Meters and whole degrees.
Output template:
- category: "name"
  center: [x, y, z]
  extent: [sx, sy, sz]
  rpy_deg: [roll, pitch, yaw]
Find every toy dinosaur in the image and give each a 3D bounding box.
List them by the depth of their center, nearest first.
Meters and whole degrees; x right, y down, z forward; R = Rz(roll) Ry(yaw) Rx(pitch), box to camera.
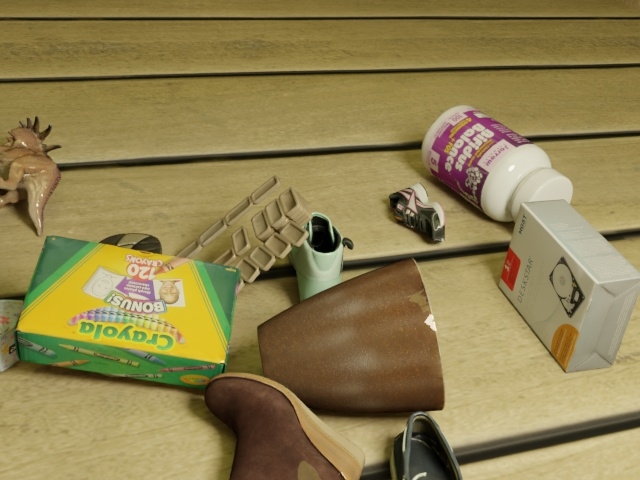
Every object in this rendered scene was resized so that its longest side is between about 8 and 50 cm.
- category: "toy dinosaur"
  center: [-0.542, -0.134, 1.534]
  extent: [0.200, 0.127, 0.296]
  rpy_deg: [-17, 45, -44]

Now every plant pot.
- category: "plant pot"
  center: [0.034, 0.150, 1.161]
  extent: [0.231, 0.215, 0.215]
  rpy_deg: [-11, 34, -2]

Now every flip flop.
- category: "flip flop"
  center: [-0.300, 0.096, 1.271]
  extent: [0.112, 0.080, 0.277]
  rpy_deg: [1, 49, -9]

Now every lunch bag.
- category: "lunch bag"
  center: [-0.443, 0.135, 1.176]
  extent: [0.053, 0.071, 0.083]
  rpy_deg: [5, 30, -11]

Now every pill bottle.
- category: "pill bottle"
  center: [0.354, -0.142, 1.684]
  extent: [0.169, 0.169, 0.301]
  rpy_deg: [-14, 38, -30]

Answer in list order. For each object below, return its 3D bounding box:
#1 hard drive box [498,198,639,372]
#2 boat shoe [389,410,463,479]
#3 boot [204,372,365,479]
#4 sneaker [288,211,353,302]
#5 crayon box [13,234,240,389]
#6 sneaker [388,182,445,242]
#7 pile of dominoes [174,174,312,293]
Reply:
- category: "hard drive box"
  center: [0.398, 0.069, 1.357]
  extent: [0.089, 0.181, 0.232]
  rpy_deg: [-5, 34, -17]
- category: "boat shoe"
  center: [0.142, 0.316, 1.010]
  extent: [0.095, 0.079, 0.254]
  rpy_deg: [5, 33, -6]
- category: "boot"
  center: [-0.083, 0.272, 1.020]
  extent: [0.249, 0.090, 0.207]
  rpy_deg: [25, 34, 19]
- category: "sneaker"
  center: [0.001, 0.000, 1.405]
  extent: [0.094, 0.151, 0.256]
  rpy_deg: [0, 32, -9]
- category: "crayon box"
  center: [-0.262, 0.101, 1.167]
  extent: [0.279, 0.081, 0.165]
  rpy_deg: [10, 50, -7]
- category: "sneaker"
  center: [0.183, -0.046, 1.609]
  extent: [0.077, 0.072, 0.178]
  rpy_deg: [-13, 28, -10]
- category: "pile of dominoes"
  center: [-0.123, 0.019, 1.344]
  extent: [0.251, 0.040, 0.196]
  rpy_deg: [-38, 37, 12]
